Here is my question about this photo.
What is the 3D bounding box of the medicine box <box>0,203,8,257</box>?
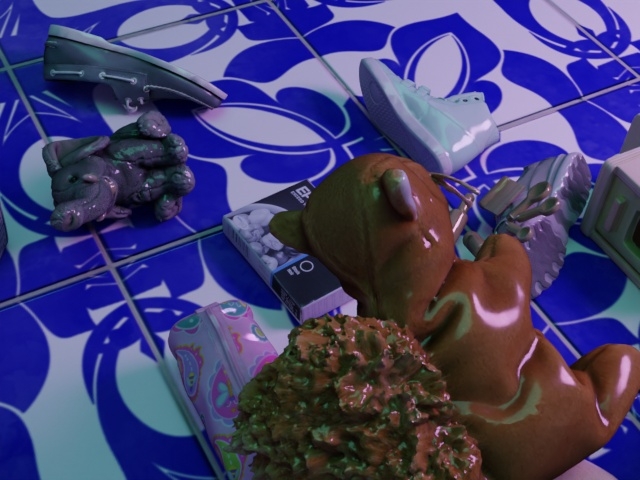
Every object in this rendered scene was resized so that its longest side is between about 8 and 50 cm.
[{"bbox_3d":[-0.513,-0.005,1.127,0.149,0.289,0.264,7,48,0],"label":"medicine box"}]

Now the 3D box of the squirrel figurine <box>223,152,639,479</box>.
[{"bbox_3d":[0.091,0.108,0.945,0.281,0.370,0.397,-12,25,44],"label":"squirrel figurine"}]

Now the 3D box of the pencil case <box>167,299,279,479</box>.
[{"bbox_3d":[-0.081,0.201,1.088,0.124,0.124,0.284,-17,50,-18],"label":"pencil case"}]

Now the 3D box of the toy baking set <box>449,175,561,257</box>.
[{"bbox_3d":[0.225,-0.003,1.272,0.196,0.030,0.256,-7,43,56],"label":"toy baking set"}]

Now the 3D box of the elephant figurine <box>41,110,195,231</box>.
[{"bbox_3d":[-0.314,-0.085,1.294,0.239,0.186,0.169,-25,76,-35],"label":"elephant figurine"}]

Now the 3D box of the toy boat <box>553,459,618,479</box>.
[{"bbox_3d":[0.276,0.369,0.956,0.318,0.148,0.267,24,45,33],"label":"toy boat"}]

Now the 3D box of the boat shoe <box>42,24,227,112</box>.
[{"bbox_3d":[-0.312,-0.263,1.530,0.319,0.116,0.099,20,92,5],"label":"boat shoe"}]

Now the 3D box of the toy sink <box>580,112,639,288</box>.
[{"bbox_3d":[0.472,-0.049,1.332,0.131,0.153,0.234,-20,53,-20],"label":"toy sink"}]

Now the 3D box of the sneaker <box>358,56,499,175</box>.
[{"bbox_3d":[0.178,-0.219,1.501,0.151,0.094,0.256,-28,65,-19],"label":"sneaker"}]

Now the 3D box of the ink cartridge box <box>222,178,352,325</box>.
[{"bbox_3d":[0.000,0.000,1.326,0.208,0.045,0.206,-26,54,-26],"label":"ink cartridge box"}]

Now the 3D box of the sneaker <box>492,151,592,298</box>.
[{"bbox_3d":[0.297,-0.013,1.347,0.115,0.105,0.281,-1,41,46],"label":"sneaker"}]
